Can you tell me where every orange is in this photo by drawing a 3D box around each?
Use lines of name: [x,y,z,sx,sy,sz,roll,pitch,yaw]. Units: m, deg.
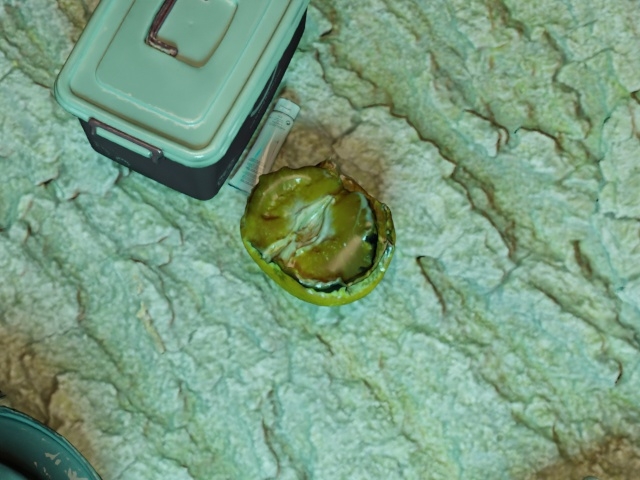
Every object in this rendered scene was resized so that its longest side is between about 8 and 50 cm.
orange: [0.000,0.000,1.812,0.160,0.112,0.170,0,46,11]

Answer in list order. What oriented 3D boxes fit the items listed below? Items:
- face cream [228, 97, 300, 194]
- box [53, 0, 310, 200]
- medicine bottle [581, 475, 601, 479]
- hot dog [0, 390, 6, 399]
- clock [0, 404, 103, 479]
face cream: [-0.058,-0.100,1.893,0.038,0.020,0.115,24,73,7]
box: [-0.132,-0.195,1.850,0.193,0.167,0.294,26,72,7]
medicine bottle: [0.190,0.339,1.680,0.250,0.131,0.131,-35,74,-13]
hot dog: [-0.359,0.260,1.728,0.162,0.082,0.270,-16,75,2]
clock: [-0.333,0.312,1.634,0.325,0.067,0.325,-2,76,7]
